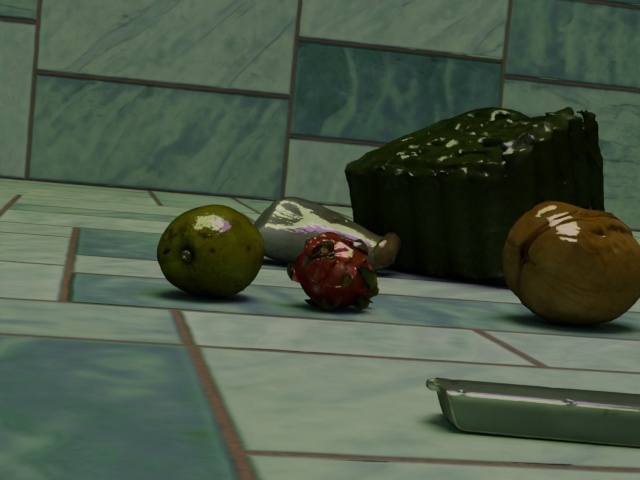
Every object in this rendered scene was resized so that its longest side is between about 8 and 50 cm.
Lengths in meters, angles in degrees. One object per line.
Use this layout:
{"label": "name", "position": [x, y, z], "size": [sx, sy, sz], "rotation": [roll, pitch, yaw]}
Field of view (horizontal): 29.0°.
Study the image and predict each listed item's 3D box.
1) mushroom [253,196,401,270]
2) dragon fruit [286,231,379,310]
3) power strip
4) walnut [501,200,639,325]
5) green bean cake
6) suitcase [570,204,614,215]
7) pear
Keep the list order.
{"label": "mushroom", "position": [0.000, 0.000, 1.767], "size": [0.225, 0.093, 0.116], "rotation": [14, 23, 1]}
{"label": "dragon fruit", "position": [0.021, 0.036, 1.341], "size": [0.081, 0.086, 0.116], "rotation": [-35, -25, 26]}
{"label": "power strip", "position": [0.195, 0.117, 0.828], "size": [0.253, 0.027, 0.060], "rotation": [5, 4, -3]}
{"label": "walnut", "position": [0.289, 0.030, 1.394], "size": [0.144, 0.144, 0.180], "rotation": [10, 3, 43]}
{"label": "green bean cake", "position": [0.229, -0.081, 1.853], "size": [0.319, 0.218, 0.335], "rotation": [5, 18, 36]}
{"label": "suitcase", "position": [0.345, 0.017, 1.637], "size": [0.086, 0.126, 0.059], "rotation": [2, 5, -41]}
{"label": "pear", "position": [-0.117, 0.013, 1.338], "size": [0.107, 0.107, 0.131], "rotation": [7, 14, 22]}
